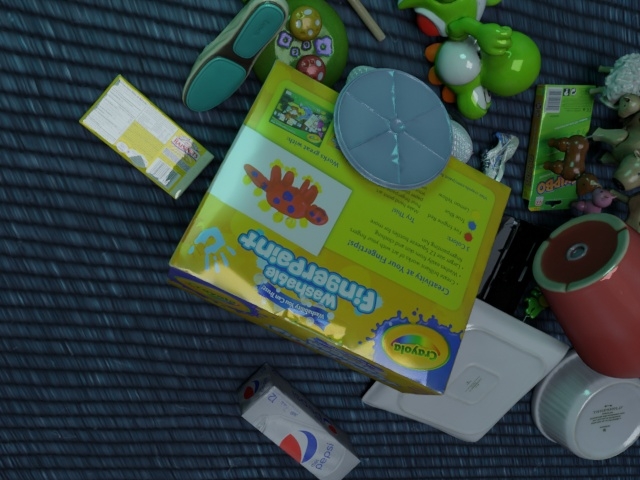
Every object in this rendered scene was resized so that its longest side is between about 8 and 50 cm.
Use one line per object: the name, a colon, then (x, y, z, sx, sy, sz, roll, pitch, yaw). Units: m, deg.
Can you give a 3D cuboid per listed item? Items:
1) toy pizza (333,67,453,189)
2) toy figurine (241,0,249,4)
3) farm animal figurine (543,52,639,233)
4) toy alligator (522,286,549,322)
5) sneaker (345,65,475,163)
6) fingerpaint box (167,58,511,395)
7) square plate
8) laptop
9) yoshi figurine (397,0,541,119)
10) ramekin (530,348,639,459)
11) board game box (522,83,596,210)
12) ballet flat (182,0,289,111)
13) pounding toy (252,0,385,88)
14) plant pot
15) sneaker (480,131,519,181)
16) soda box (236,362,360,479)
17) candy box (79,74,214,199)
toy pizza: (0.113, -0.172, 0.880, 0.201, 0.032, 0.202, 4, 76, -17)
toy figurine: (-0.114, -0.494, 0.895, 0.159, 0.130, 0.173, 48, 69, -13)
farm animal figurine: (0.636, -0.157, 1.142, 0.330, 0.172, 0.327, 29, 90, -34)
toy alligator: (0.492, 0.135, 1.282, 0.189, 0.056, 0.051, -38, 73, -2)
sneaker: (0.172, -0.227, 1.055, 0.268, 0.153, 0.101, 39, 114, 12)
fingerpaint box: (0.035, -0.010, 0.923, 0.444, 0.163, 0.371, 26, 71, -9)
square plate: (0.324, 0.304, 1.241, 0.344, 0.049, 0.347, 26, 113, -23)
laptop: (0.347, 0.043, 1.232, 0.264, 0.136, 0.234, 10, 106, -45)
yoshi figurine: (0.282, -0.394, 0.983, 0.203, 0.203, 0.362, -31, 119, -15)
ramekin: (0.662, 0.403, 1.369, 0.272, 0.127, 0.273, -5, 108, -14)
board game box: (0.498, -0.192, 1.187, 0.124, 0.039, 0.260, -3, 105, -16)
ballet flat: (-0.145, -0.317, 0.939, 0.248, 0.086, 0.086, -37, 115, 27)
pounding toy: (-0.006, -0.345, 0.960, 0.237, 0.110, 0.183, -40, 113, 0)
plant pot: (0.574, 0.094, 1.128, 0.243, 0.275, 0.275, 42, 93, -22)
sneaker: (0.347, -0.160, 1.154, 0.058, 0.052, 0.135, 25, 92, -11)
soda box: (-0.045, 0.391, 1.187, 0.091, 0.098, 0.286, -42, 113, 1)
candy box: (-0.296, -0.175, 0.978, 0.206, 0.027, 0.105, 42, 90, -23)
